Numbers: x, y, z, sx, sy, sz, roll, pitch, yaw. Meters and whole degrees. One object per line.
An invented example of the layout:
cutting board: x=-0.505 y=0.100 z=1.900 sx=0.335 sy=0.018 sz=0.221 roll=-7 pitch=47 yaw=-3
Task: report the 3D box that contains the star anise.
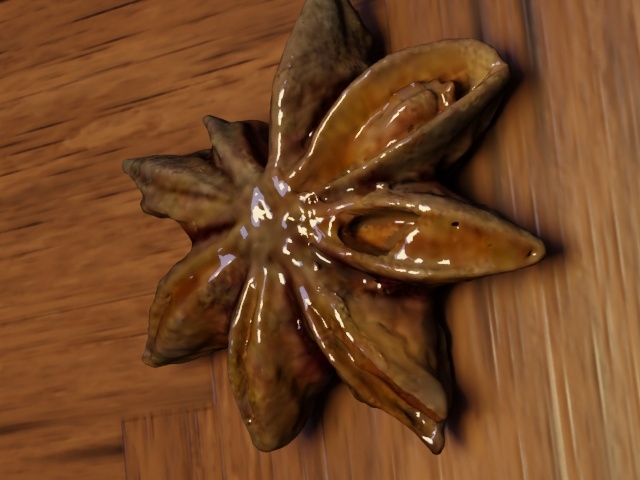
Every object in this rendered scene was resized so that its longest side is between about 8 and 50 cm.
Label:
star anise: x=-0.008 y=-0.015 z=1.035 sx=0.315 sy=0.108 sz=0.315 roll=-4 pitch=83 yaw=36
